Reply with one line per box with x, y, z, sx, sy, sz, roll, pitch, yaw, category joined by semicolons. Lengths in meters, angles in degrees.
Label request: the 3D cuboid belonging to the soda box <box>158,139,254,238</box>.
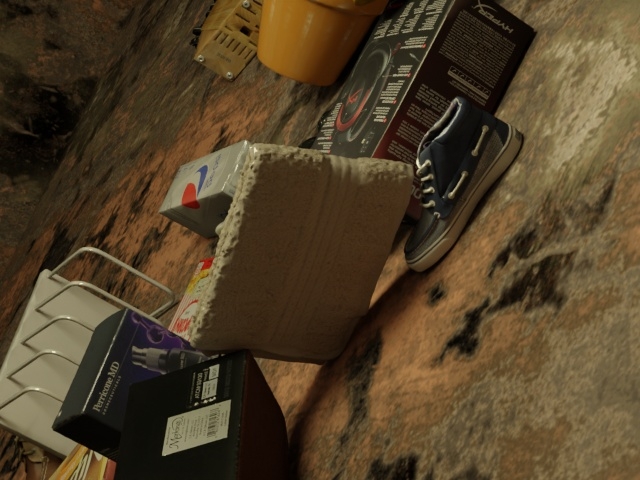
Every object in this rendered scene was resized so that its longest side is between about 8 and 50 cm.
-0.147;-0.074;2.204;0.286;0.098;0.091;-11;52;64;soda box

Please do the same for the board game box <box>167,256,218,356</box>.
-0.170;0.117;2.067;0.147;0.045;0.193;-13;50;64;board game box

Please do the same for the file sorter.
-0.365;0.177;2.244;0.173;0.193;0.278;-33;33;47;file sorter

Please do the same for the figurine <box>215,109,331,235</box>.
-0.029;-0.083;1.949;0.215;0.092;0.209;-39;13;45;figurine

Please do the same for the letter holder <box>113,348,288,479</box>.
-0.110;0.307;1.551;0.152;0.214;0.302;-18;33;14;letter holder

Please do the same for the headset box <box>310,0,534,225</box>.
0.097;-0.144;1.691;0.293;0.110;0.218;-62;19;-7;headset box

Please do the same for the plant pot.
-0.006;-0.339;2.120;0.205;0.205;0.188;-102;30;-62;plant pot

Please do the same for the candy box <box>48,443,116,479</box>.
-0.321;0.366;2.001;0.316;0.087;0.183;-48;23;38;candy box

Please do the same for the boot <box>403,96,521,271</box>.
0.127;-0.061;1.541;0.190;0.086;0.069;-56;20;12;boot

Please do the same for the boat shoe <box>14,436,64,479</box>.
-0.441;0.328;2.320;0.123;0.116;0.324;-38;29;47;boat shoe

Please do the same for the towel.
-0.026;0.023;1.569;0.049;0.187;0.282;-109;32;-50;towel

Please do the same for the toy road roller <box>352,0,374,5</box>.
0.082;-0.403;1.846;0.329;0.202;0.240;-27;-14;-29;toy road roller

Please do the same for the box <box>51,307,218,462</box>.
-0.203;0.204;1.784;0.108;0.207;0.153;-30;35;54;box

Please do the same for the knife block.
-0.152;-0.433;2.726;0.275;0.088;0.242;-44;26;39;knife block
